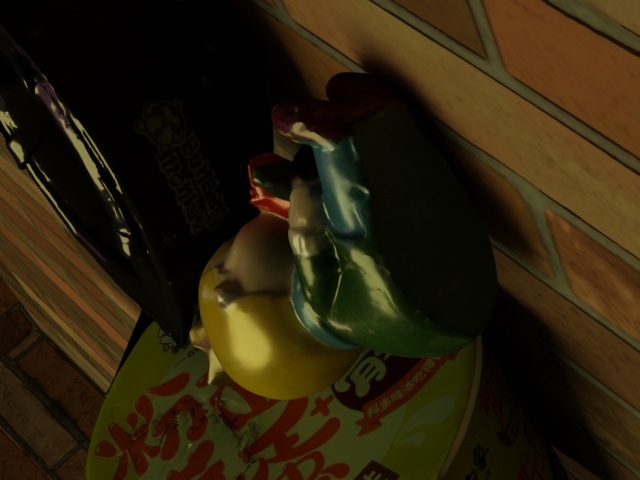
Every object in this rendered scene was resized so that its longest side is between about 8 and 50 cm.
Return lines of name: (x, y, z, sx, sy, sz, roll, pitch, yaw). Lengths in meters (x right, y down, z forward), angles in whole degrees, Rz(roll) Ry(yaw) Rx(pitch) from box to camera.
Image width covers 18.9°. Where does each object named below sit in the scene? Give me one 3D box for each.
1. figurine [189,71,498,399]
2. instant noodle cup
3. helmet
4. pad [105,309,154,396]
figurine: (-0.012, 0.004, 1.157, 0.234, 0.127, 0.185, -9, 117, 57)
instant noodle cup: (0.026, 0.167, 1.306, 0.311, 0.311, 0.221, 34, 171, 49)
helmet: (-0.115, -0.079, 1.270, 0.230, 0.160, 0.279, 32, 156, 55)
pad: (-0.117, 0.123, 1.744, 0.299, 0.005, 0.202, -74, -33, -54)
